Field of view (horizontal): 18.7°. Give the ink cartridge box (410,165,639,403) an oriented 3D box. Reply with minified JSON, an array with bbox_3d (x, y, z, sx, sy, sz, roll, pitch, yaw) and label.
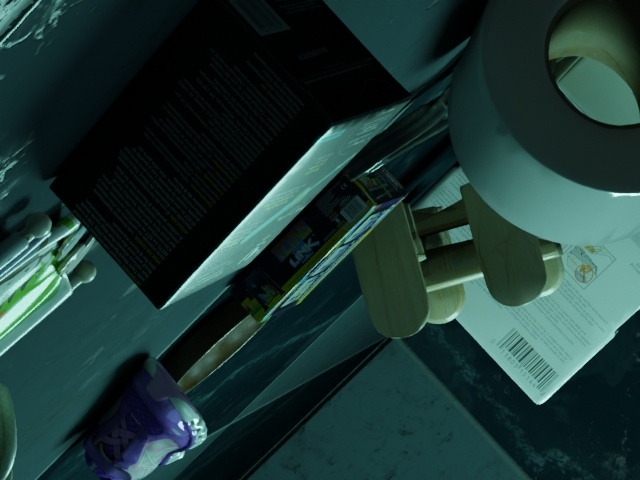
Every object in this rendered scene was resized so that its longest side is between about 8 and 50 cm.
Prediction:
[{"bbox_3d":[0.272,0.014,2.476,0.261,0.296,0.066,-44,173,11],"label":"ink cartridge box"}]

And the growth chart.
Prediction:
[{"bbox_3d":[-0.207,0.043,1.219,0.172,0.021,0.237,-43,173,-7],"label":"growth chart"}]

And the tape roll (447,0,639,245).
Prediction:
[{"bbox_3d":[0.243,-0.133,1.703,0.246,0.246,0.169,-41,173,-15],"label":"tape roll"}]

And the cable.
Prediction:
[{"bbox_3d":[0.124,-0.147,1.849,0.287,0.072,0.139,-28,-174,-16],"label":"cable"}]

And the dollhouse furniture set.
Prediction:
[{"bbox_3d":[0.262,0.048,2.234,0.394,0.257,0.362,-16,177,9],"label":"dollhouse furniture set"}]

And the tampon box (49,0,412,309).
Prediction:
[{"bbox_3d":[-0.052,-0.058,1.127,0.161,0.101,0.120,-45,172,25],"label":"tampon box"}]

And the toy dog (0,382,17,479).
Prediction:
[{"bbox_3d":[-0.307,0.256,1.388,0.161,0.220,0.334,-5,148,-21],"label":"toy dog"}]

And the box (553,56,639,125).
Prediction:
[{"bbox_3d":[0.322,-0.176,1.996,0.121,0.148,0.311,-44,-175,12],"label":"box"}]

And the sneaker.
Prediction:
[{"bbox_3d":[-0.184,0.193,1.932,0.104,0.095,0.236,-32,170,-20],"label":"sneaker"}]

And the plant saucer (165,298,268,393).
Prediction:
[{"bbox_3d":[-0.107,0.103,2.044,0.168,0.029,0.168,-41,173,-6],"label":"plant saucer"}]

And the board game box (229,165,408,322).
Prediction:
[{"bbox_3d":[0.000,0.000,1.945,0.170,0.048,0.141,-45,174,16],"label":"board game box"}]
